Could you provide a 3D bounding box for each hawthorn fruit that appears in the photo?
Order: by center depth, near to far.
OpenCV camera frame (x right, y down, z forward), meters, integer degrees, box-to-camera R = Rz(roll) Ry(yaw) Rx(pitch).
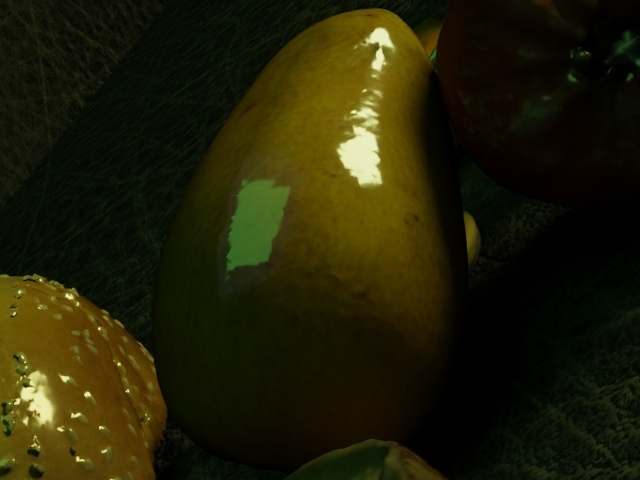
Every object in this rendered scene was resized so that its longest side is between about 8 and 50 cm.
[{"bbox_3d":[0.200,-0.145,1.176,0.242,0.242,0.272,-42,5,5],"label":"hawthorn fruit"}]

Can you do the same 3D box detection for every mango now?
[{"bbox_3d":[0.000,0.000,1.171,0.264,0.221,0.378,110,173,-59],"label":"mango"}]

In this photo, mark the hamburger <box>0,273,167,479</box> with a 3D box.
[{"bbox_3d":[-0.311,0.166,1.468,0.268,0.287,0.445,-36,21,16],"label":"hamburger"}]

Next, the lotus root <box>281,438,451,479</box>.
[{"bbox_3d":[-0.053,0.289,0.904,0.390,0.111,0.375,-56,19,-24],"label":"lotus root"}]

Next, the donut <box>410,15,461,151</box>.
[{"bbox_3d":[0.053,-0.117,1.586,0.253,0.118,0.253,-41,15,14],"label":"donut"}]

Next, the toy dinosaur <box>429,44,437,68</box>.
[{"bbox_3d":[0.185,-0.328,1.382,0.447,0.087,0.301,-40,42,-1],"label":"toy dinosaur"}]

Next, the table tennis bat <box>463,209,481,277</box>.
[{"bbox_3d":[0.003,0.073,1.369,0.320,0.050,0.198,-33,21,21],"label":"table tennis bat"}]
